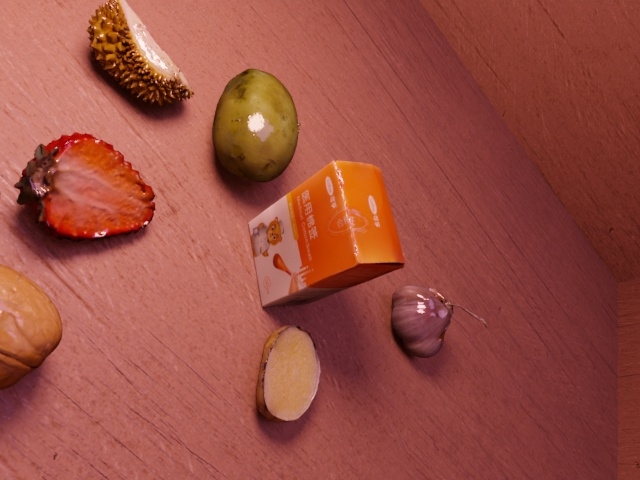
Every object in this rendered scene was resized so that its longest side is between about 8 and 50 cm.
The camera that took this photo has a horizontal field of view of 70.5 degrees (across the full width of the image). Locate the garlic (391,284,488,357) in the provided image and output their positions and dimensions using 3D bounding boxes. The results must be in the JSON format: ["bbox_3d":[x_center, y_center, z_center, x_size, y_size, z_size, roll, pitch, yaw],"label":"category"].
[{"bbox_3d":[0.327,0.220,1.303,0.257,0.207,0.207,0,65,-1],"label":"garlic"}]

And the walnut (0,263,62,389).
[{"bbox_3d":[-0.482,0.118,0.647,0.197,0.165,0.165,42,48,-19],"label":"walnut"}]

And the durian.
[{"bbox_3d":[-0.394,-0.389,0.994,0.138,0.183,0.249,-46,109,-7],"label":"durian"}]

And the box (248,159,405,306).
[{"bbox_3d":[0.000,0.000,1.000,0.143,0.341,0.225,3,68,-42],"label":"box"}]

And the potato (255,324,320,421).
[{"bbox_3d":[-0.084,0.284,0.977,0.164,0.081,0.200,34,53,-35],"label":"potato"}]

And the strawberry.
[{"bbox_3d":[-0.429,-0.090,0.837,0.236,0.111,0.190,28,80,-56],"label":"strawberry"}]

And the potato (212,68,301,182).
[{"bbox_3d":[-0.156,-0.278,1.097,0.216,0.216,0.304,18,50,-35],"label":"potato"}]
